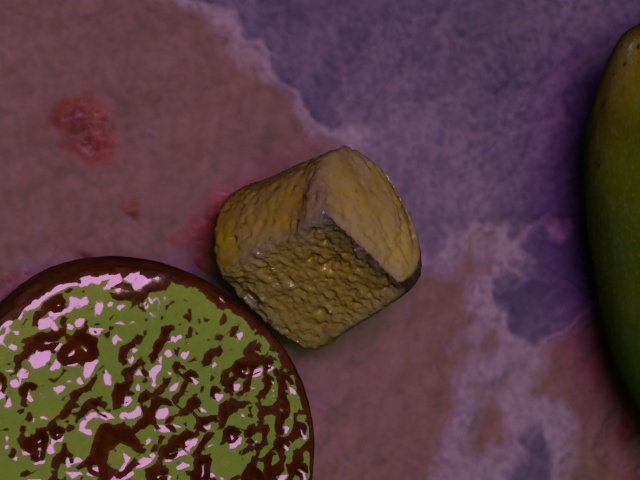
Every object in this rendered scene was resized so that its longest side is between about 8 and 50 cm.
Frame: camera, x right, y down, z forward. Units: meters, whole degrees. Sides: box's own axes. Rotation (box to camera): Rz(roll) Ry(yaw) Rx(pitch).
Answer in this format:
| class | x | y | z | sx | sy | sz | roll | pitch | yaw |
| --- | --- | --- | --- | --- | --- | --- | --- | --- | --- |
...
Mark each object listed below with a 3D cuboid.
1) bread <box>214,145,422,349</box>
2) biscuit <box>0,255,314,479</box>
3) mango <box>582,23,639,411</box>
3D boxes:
| class | x | y | z | sx | sy | sz | roll | pitch | yaw |
| --- | --- | --- | --- | --- | --- | --- | --- | --- | --- |
| bread | 0.000 | 0.000 | 1.003 | 0.129 | 0.114 | 0.111 | 39 | 45 | -28 |
| biscuit | -0.146 | 0.202 | 0.980 | 0.314 | 0.063 | 0.367 | 35 | 77 | -15 |
| mango | 0.315 | 0.005 | 1.063 | 0.225 | 0.201 | 0.382 | -11 | 92 | -27 |
